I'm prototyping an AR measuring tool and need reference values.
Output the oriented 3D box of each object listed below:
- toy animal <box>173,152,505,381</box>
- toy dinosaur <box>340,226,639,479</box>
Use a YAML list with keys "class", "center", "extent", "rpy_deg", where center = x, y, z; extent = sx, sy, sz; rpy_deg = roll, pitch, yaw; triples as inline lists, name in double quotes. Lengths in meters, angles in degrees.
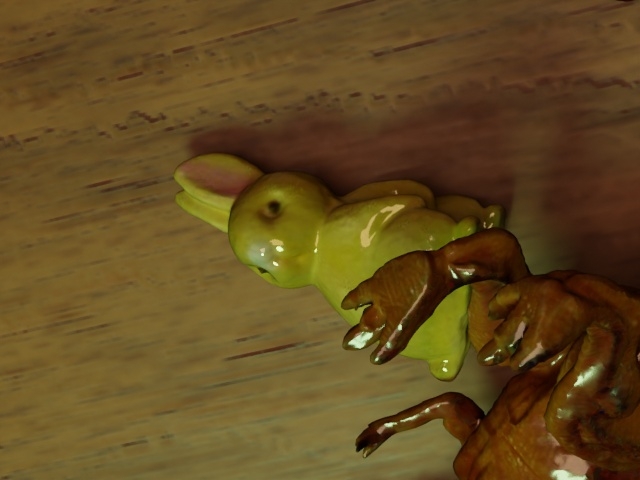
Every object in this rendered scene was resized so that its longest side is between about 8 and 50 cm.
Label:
- class: "toy animal"
  center: [-0.001, 0.003, 0.834]
  extent: [0.159, 0.070, 0.083]
  rpy_deg: [17, 104, 15]
- class: "toy dinosaur"
  center: [0.129, 0.045, 0.756]
  extent: [0.432, 0.208, 0.097]
  rpy_deg: [-38, 47, 20]
